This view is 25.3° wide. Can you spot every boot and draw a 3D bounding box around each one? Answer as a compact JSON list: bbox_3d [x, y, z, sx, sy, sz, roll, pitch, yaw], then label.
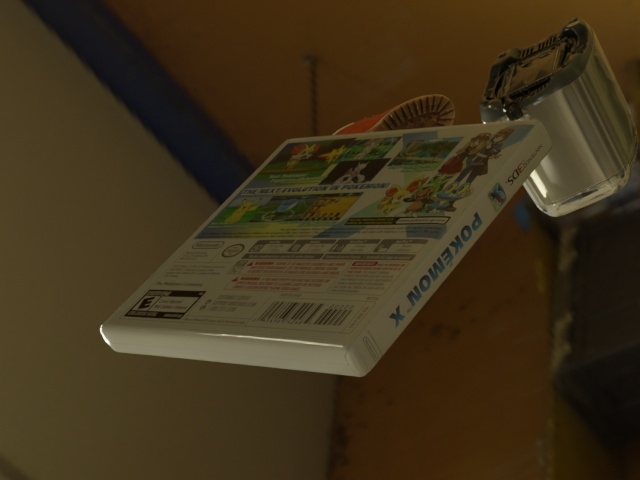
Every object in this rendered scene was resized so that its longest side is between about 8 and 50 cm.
[{"bbox_3d":[0.072,-0.122,1.561,0.059,0.158,0.084,57,-169,-24],"label":"boot"}]

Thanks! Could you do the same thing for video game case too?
[{"bbox_3d":[0.000,0.000,1.258,0.300,0.329,0.036,-48,-60,-32],"label":"video game case"}]

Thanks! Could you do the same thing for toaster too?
[{"bbox_3d":[0.254,-0.126,1.494,0.146,0.129,0.227,57,-156,-16],"label":"toaster"}]
